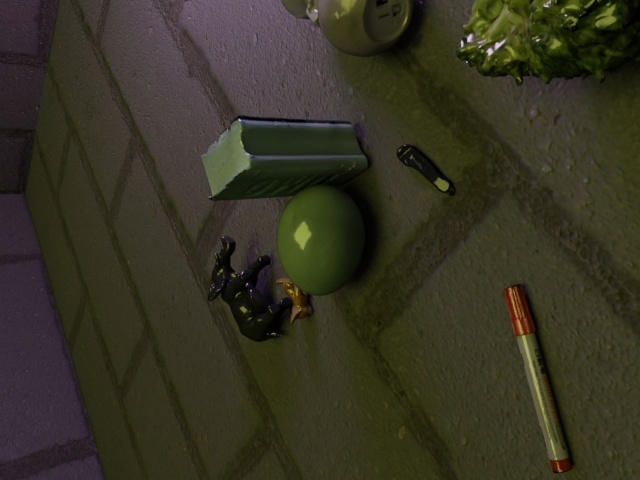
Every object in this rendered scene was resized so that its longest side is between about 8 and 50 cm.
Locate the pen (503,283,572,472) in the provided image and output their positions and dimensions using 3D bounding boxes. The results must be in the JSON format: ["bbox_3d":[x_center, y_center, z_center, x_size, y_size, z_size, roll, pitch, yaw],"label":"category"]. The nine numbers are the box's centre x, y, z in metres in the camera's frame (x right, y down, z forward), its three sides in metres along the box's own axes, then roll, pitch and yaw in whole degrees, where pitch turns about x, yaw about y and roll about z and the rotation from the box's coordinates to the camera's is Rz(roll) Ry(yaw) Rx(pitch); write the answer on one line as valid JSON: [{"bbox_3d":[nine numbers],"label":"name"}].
[{"bbox_3d":[0.278,0.174,0.712,0.028,0.028,0.239,-23,76,49],"label":"pen"}]

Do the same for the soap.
[{"bbox_3d":[-0.058,-0.128,0.911,0.150,0.262,0.094,-34,71,47],"label":"soap"}]

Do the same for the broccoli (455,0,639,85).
[{"bbox_3d":[0.202,-0.331,0.538,0.397,0.275,0.353,35,140,23],"label":"broccoli"}]

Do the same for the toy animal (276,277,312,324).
[{"bbox_3d":[-0.053,0.118,1.087,0.081,0.060,0.083,7,100,10],"label":"toy animal"}]

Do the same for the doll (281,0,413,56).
[{"bbox_3d":[0.023,-0.392,0.889,0.287,0.151,0.150,44,125,44],"label":"doll"}]

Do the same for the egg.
[{"bbox_3d":[0.000,0.000,0.937,0.149,0.149,0.192,26,118,46],"label":"egg"}]

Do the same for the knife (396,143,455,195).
[{"bbox_3d":[0.159,-0.107,0.839,0.121,0.018,0.031,52,123,33],"label":"knife"}]

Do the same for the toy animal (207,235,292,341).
[{"bbox_3d":[-0.164,0.107,1.171,0.146,0.115,0.245,-47,58,41],"label":"toy animal"}]
